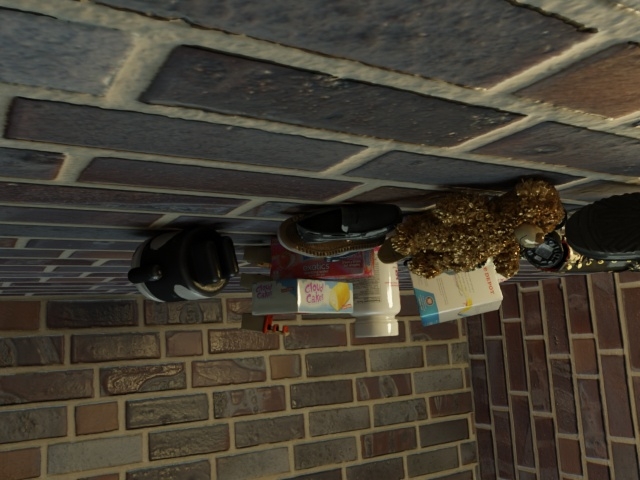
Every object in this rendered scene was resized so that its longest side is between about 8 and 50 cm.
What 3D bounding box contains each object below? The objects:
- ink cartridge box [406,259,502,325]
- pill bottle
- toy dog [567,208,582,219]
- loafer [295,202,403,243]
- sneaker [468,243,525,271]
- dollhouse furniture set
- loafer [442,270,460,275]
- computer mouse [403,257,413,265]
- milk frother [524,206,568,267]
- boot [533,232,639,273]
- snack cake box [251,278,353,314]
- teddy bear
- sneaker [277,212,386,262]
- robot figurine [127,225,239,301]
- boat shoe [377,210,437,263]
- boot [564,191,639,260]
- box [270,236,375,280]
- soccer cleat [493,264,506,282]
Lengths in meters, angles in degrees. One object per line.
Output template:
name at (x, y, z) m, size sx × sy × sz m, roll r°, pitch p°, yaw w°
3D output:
ink cartridge box at (0.452, 0.155, 2.028) m, size 0.270 × 0.198 × 0.197 m, roll -14°, pitch 160°, yaw 8°
pill bottle at (0.162, 0.152, 1.837) m, size 0.161 × 0.282 × 0.160 m, roll -3°, pitch 172°, yaw 0°
toy dog at (0.777, -0.003, 1.444) m, size 0.334 × 0.160 × 0.220 m, roll 1°, pitch 170°, yaw -25°
loafer at (0.058, -0.038, 1.236) m, size 0.224 × 0.076 × 0.078 m, roll -9°, pitch 162°, yaw 7°
sneaker at (0.488, 0.039, 1.801) m, size 0.283 × 0.109 × 0.122 m, roll -5°, pitch 175°, yaw 11°
dollhouse furniture set at (-0.146, 0.144, 1.764) m, size 0.135 × 0.258 × 0.262 m, roll 6°, pitch 173°, yaw 5°
loafer at (0.306, 0.030, 1.450) m, size 0.112 × 0.112 × 0.319 m, roll 37°, pitch -160°, yaw 11°
computer mouse at (0.353, 0.066, 2.186) m, size 0.071 × 0.041 × 0.242 m, roll -18°, pitch 180°, yaw -13°
milk frother at (0.538, -0.033, 1.415) m, size 0.143 × 0.129 × 0.134 m, roll -44°, pitch -174°, yaw 33°
boot at (0.863, 0.034, 1.841) m, size 0.285 × 0.138 × 0.377 m, roll 0°, pitch 176°, yaw -21°
snack cake box at (-0.044, 0.156, 1.620) m, size 0.152 × 0.089 × 0.264 m, roll -6°, pitch 171°, yaw 34°
teddy bear at (0.307, -0.006, 1.181) m, size 0.338 × 0.113 × 0.245 m, roll -5°, pitch 129°, yaw 18°
sneaker at (0.000, 0.000, 1.397) m, size 0.283 × 0.099 × 0.153 m, roll -1°, pitch 170°, yaw -34°
robot figurine at (-0.326, 0.056, 1.426) m, size 0.278 × 0.173 × 0.209 m, roll -10°, pitch 146°, yaw 36°
boat shoe at (0.209, -0.005, 1.397) m, size 0.170 × 0.063 × 0.059 m, roll -37°, pitch 175°, yaw 14°
boot at (0.755, 0.075, 1.318) m, size 0.367 × 0.146 × 0.445 m, roll -11°, pitch 141°, yaw 21°
box at (0.007, 0.045, 1.606) m, size 0.257 × 0.122 × 0.128 m, roll -6°, pitch 172°, yaw 18°
soccer cleat at (0.597, 0.109, 2.261) m, size 0.332 × 0.115 × 0.143 m, roll -2°, pitch 172°, yaw -6°
